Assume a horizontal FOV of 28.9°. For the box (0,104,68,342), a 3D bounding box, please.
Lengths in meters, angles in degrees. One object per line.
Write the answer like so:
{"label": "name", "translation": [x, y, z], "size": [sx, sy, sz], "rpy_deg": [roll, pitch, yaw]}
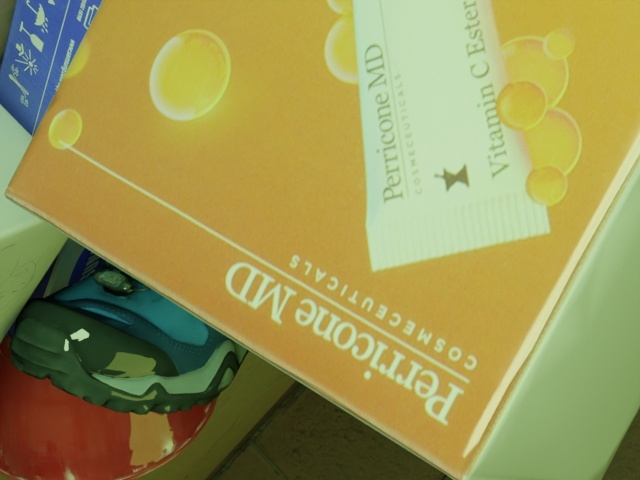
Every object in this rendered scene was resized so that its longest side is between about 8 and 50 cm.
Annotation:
{"label": "box", "translation": [-0.209, 0.024, 0.570], "size": [0.170, 0.091, 0.130], "rpy_deg": [-50, 170, 31]}

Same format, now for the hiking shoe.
{"label": "hiking shoe", "translation": [-0.064, 0.007, 0.729], "size": [0.304, 0.113, 0.132], "rpy_deg": [-18, 122, -59]}

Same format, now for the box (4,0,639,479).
{"label": "box", "translation": [0.075, -0.108, 0.477], "size": [0.345, 0.215, 0.168], "rpy_deg": [-63, 152, 2]}

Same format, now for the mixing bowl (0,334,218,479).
{"label": "mixing bowl", "translation": [-0.162, 0.068, 0.844], "size": [0.181, 0.181, 0.098], "rpy_deg": [-39, 141, -35]}

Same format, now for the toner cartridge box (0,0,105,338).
{"label": "toner cartridge box", "translation": [-0.094, -0.081, 0.676], "size": [0.165, 0.075, 0.348], "rpy_deg": [-37, 169, -36]}
